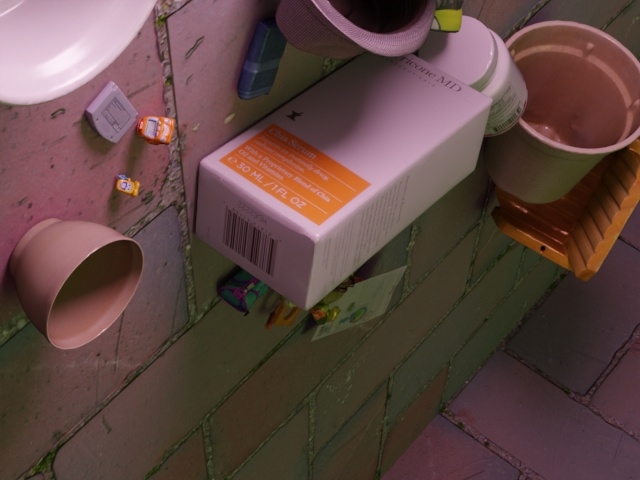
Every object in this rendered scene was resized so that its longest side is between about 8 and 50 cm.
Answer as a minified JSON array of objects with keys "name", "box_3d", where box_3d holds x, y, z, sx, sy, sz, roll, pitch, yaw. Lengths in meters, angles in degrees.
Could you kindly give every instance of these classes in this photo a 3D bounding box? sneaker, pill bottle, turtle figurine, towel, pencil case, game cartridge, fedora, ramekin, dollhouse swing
[{"name":"sneaker","box_3d":[0.149,-0.397,1.828,0.300,0.111,0.121,-23,132,-62]},{"name":"pill bottle","box_3d":[0.278,-0.300,2.123,0.160,0.160,0.283,-57,158,2]},{"name":"turtle figurine","box_3d":[0.013,0.060,2.055,0.269,0.087,0.217,-22,138,-52]},{"name":"towel","box_3d":[-0.081,-0.255,1.621,0.067,0.029,0.119,-26,144,-52]},{"name":"pencil case","box_3d":[-0.100,0.056,1.964,0.152,0.064,0.070,-45,-171,-29]},{"name":"game cartridge","box_3d":[-0.256,-0.154,1.420,0.056,0.017,0.083,-55,158,-12]},{"name":"fedora","box_3d":[0.027,-0.327,1.554,0.124,0.243,0.275,-37,-174,44]},{"name":"ramekin","box_3d":[-0.272,-0.274,1.060,0.277,0.135,0.277,-44,155,-28]},{"name":"dollhouse swing","box_3d":[0.566,-0.120,2.692,0.346,0.315,0.305,-63,168,18]}]

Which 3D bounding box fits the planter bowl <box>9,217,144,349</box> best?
[{"name":"planter bowl","box_3d":[-0.314,0.039,1.442,0.162,0.109,0.162,-44,154,-27]}]

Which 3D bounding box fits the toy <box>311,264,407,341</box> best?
[{"name":"toy","box_3d":[0.069,0.118,2.413,0.237,0.056,0.137,-21,143,-47]}]

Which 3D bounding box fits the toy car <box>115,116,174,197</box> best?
[{"name":"toy car","box_3d":[-0.229,-0.108,1.491,0.041,0.060,0.122,16,102,-34]}]

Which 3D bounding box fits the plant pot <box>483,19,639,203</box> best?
[{"name":"plant pot","box_3d":[0.497,-0.245,2.496,0.334,0.334,0.305,-44,166,-27]}]

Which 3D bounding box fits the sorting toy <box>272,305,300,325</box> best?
[{"name":"sorting toy","box_3d":[0.000,0.000,2.125,0.347,0.047,0.196,-55,154,-2]}]

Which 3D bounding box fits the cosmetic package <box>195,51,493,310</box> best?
[{"name":"cosmetic package","box_3d":[0.042,-0.115,1.804,0.453,0.230,0.161,-39,152,-38]}]
